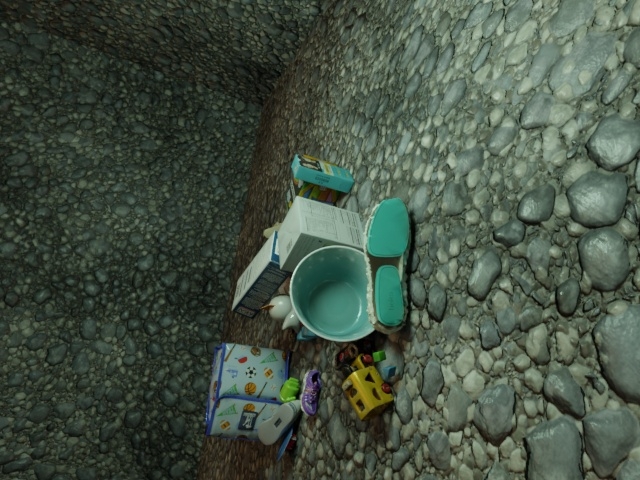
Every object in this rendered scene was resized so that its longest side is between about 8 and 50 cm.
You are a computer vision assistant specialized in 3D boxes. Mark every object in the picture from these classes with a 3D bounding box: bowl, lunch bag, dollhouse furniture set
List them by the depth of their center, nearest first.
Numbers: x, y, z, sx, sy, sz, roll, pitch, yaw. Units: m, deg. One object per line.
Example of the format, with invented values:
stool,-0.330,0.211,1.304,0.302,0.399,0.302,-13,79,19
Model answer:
bowl,0.053,0.189,1.458,0.163,0.310,0.312,103,171,-64
lunch bag,-0.319,0.667,1.995,0.239,0.327,0.386,137,142,-61
dollhouse furniture set,-0.229,0.130,2.088,0.355,0.173,0.304,-39,75,48

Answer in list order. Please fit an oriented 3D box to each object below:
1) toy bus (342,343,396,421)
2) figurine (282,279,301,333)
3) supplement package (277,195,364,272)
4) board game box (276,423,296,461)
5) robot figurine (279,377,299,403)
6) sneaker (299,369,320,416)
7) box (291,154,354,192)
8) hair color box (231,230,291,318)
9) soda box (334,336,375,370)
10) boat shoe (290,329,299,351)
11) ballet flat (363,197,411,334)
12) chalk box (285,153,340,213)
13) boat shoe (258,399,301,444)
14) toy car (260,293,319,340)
toy bus,0.115,0.414,1.312,0.202,0.104,0.191,-3,91,52
figurine,-0.031,0.249,1.683,0.092,0.214,0.210,-170,92,-71
supplement package,0.001,0.001,1.677,0.198,0.262,0.199,-100,32,-45
board game box,-0.127,0.808,1.809,0.133,0.033,0.168,-63,0,-1
robot figurine,-0.130,0.628,1.885,0.115,0.066,0.101,-65,14,13
sneaker,-0.033,0.567,1.696,0.071,0.068,0.170,-39,41,48
box,0.009,-0.271,1.846,0.101,0.244,0.060,-106,36,-51
hair color box,-0.228,0.143,1.818,0.347,0.105,0.174,-49,24,35
soda box,0.109,0.369,1.468,0.169,0.060,0.053,-51,34,45
boat shoe,-0.116,0.420,2.019,0.049,0.040,0.142,161,121,-65
ballet flat,0.188,0.076,1.357,0.147,0.146,0.410,149,131,-61
chalk box,-0.045,-0.202,2.035,0.180,0.178,0.289,-101,31,-45
boat shoe,-0.162,0.738,1.856,0.096,0.088,0.268,46,120,25
toy car,-0.125,0.278,1.822,0.210,0.237,0.220,123,153,-68
